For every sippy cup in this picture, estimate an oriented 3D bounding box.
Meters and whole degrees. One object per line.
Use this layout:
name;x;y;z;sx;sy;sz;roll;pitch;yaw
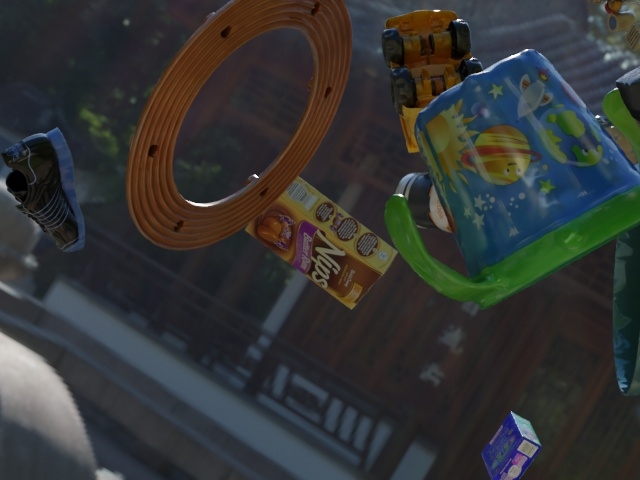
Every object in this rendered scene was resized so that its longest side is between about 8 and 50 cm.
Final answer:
sippy cup;0.221;-0.075;1.352;0.224;0.240;0.305;60;30;7

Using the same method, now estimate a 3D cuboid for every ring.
ring;-0.087;-0.136;1.340;0.032;0.336;0.336;36;-2;26

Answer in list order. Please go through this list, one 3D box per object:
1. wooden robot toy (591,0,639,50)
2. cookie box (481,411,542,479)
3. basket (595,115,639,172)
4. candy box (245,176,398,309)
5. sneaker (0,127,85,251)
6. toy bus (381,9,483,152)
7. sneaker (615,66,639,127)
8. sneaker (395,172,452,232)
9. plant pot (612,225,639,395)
wooden robot toy;0.402;-0.341;1.741;0.079;0.173;0.076;-11;-13;-21
cookie box;0.307;0.338;1.997;0.040;0.092;0.107;31;11;-9
basket;0.520;-0.136;2.386;0.255;0.201;0.289;-5;8;34
candy box;0.000;0.000;1.667;0.186;0.053;0.109;36;-38;-1
sneaker;-0.392;-0.061;1.751;0.081;0.090;0.232;54;-24;36
toy bus;0.188;-0.250;2.105;0.149;0.220;0.211;-9;-35;-3
sneaker;0.340;-0.107;1.095;0.131;0.112;0.319;69;22;2
sneaker;0.272;-0.065;2.025;0.321;0.126;0.127;-11;13;-44
plant pot;0.546;0.075;1.733;0.235;0.293;0.293;2;-9;6
